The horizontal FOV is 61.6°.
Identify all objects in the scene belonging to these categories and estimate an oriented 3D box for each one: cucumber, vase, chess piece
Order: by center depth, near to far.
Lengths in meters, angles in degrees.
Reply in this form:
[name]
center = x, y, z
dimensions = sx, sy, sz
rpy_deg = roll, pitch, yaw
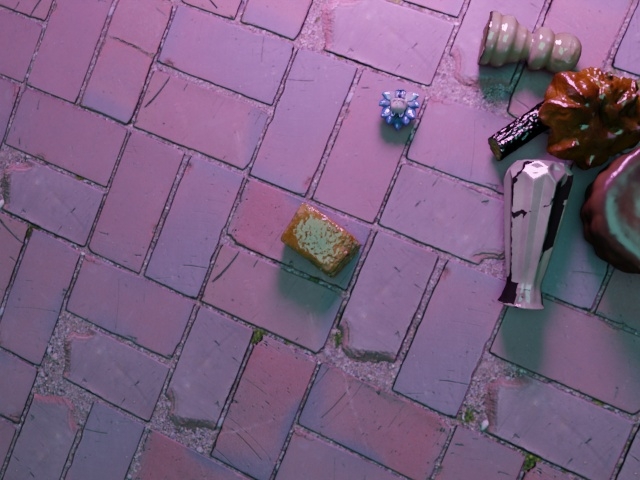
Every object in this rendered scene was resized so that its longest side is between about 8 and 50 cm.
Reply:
[vase]
center = 0.525, -0.014, 1.337
dimensions = 0.164, 0.165, 0.361
rpy_deg = 7, 94, 11
[chess piece]
center = 0.532, -0.489, 1.356
dimensions = 0.243, 0.133, 0.133
rpy_deg = 14, 92, 7
[cucumber]
center = 0.563, -0.312, 1.369
dimensions = 0.300, 0.072, 0.072
rpy_deg = -34, 83, 5

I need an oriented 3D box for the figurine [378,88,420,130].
[figurine]
center = 0.209, -0.346, 1.434
dimensions = 0.114, 0.079, 0.115
rpy_deg = 0, 89, 4

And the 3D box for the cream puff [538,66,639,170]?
[cream puff]
center = 0.656, -0.295, 1.283
dimensions = 0.268, 0.155, 0.241
rpy_deg = -11, 112, -1

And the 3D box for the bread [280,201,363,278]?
[bread]
center = 0.000, 0.000, 1.460
dimensions = 0.196, 0.102, 0.138
rpy_deg = 39, 99, 8

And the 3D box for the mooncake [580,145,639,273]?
[mooncake]
center = 0.788, -0.068, 1.266
dimensions = 0.323, 0.187, 0.324
rpy_deg = 0, 88, 10
